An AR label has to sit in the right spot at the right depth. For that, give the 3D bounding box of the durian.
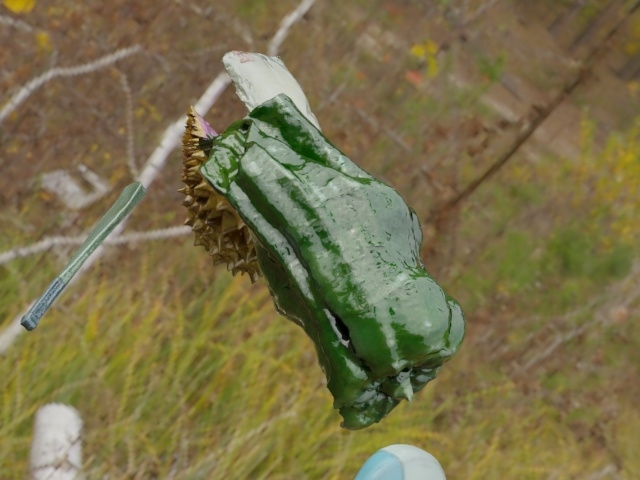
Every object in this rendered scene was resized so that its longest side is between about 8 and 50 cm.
[{"bbox_3d":[-0.070,-0.022,1.651,0.261,0.186,0.153,15,34,-16],"label":"durian"}]

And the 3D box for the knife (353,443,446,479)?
[{"bbox_3d":[0.016,0.188,0.523,0.064,0.222,0.031,1,11,-43],"label":"knife"}]

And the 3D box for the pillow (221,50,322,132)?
[{"bbox_3d":[-0.054,-0.169,1.849,0.128,0.051,0.229,-11,70,-51],"label":"pillow"}]

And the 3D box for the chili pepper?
[{"bbox_3d":[0.008,-0.007,1.273,0.385,0.167,0.213,58,-7,28],"label":"chili pepper"}]

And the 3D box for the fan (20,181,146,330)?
[{"bbox_3d":[-0.237,0.014,1.305,0.016,0.038,0.193,48,62,-23],"label":"fan"}]
